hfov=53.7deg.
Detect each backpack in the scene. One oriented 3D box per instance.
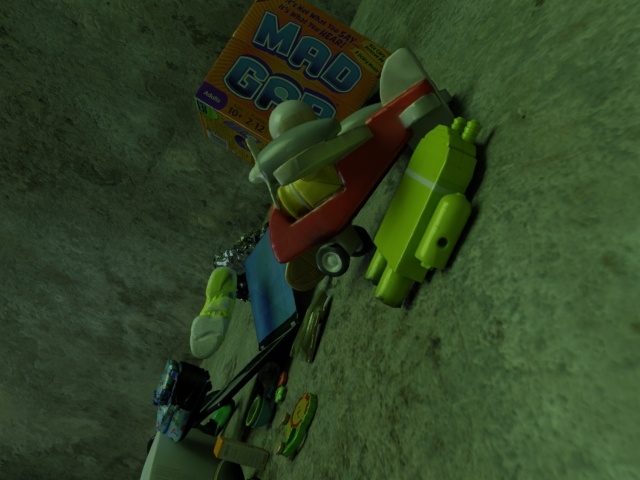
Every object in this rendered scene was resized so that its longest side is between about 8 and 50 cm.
[{"bbox_3d":[-0.343,0.385,1.511,0.173,0.117,0.158,-67,12,-4],"label":"backpack"}]

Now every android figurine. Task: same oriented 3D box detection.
[{"bbox_3d":[0.144,-0.046,0.883,0.248,0.056,0.273,-114,48,-77],"label":"android figurine"}]

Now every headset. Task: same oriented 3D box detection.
[{"bbox_3d":[-0.365,0.603,1.757,0.394,0.185,0.243,-52,-18,1],"label":"headset"}]

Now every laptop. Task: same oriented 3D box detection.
[{"bbox_3d":[-0.212,0.206,1.573,0.408,0.236,0.382,-43,-2,-27],"label":"laptop"}]

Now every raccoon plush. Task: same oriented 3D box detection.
[{"bbox_3d":[-0.131,0.015,2.004,0.446,0.216,0.299,-30,15,28],"label":"raccoon plush"}]

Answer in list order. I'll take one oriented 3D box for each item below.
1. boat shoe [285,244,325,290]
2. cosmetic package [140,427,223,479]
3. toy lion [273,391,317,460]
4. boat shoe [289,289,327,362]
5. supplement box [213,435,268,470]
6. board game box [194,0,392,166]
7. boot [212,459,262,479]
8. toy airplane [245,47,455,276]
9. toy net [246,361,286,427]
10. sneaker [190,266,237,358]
[{"bbox_3d":[0.000,0.000,1.424,0.277,0.098,0.096,-61,7,-23],"label":"boat shoe"},{"bbox_3d":[-0.318,0.574,1.466,0.365,0.197,0.155,-155,87,-81],"label":"cosmetic package"},{"bbox_3d":[-0.038,0.314,1.091,0.096,0.034,0.100,-50,18,33],"label":"toy lion"},{"bbox_3d":[-0.013,0.171,1.262,0.056,0.048,0.153,107,-173,-57],"label":"boat shoe"},{"bbox_3d":[-0.158,0.421,1.255,0.062,0.098,0.036,153,136,-73],"label":"supplement box"},{"bbox_3d":[-0.079,-0.380,1.693,0.356,0.356,0.356,-59,2,-9],"label":"board game box"},{"bbox_3d":[-0.143,0.466,1.195,0.137,0.077,0.198,-57,26,22],"label":"boot"},{"bbox_3d":[0.037,-0.161,1.067,0.384,0.272,0.386,-49,-9,-18],"label":"toy airplane"},{"bbox_3d":[-0.119,0.323,1.427,0.232,0.045,0.122,-100,34,-72],"label":"toy net"},{"bbox_3d":[-0.261,0.190,1.631,0.126,0.091,0.240,73,-146,-78],"label":"sneaker"}]
